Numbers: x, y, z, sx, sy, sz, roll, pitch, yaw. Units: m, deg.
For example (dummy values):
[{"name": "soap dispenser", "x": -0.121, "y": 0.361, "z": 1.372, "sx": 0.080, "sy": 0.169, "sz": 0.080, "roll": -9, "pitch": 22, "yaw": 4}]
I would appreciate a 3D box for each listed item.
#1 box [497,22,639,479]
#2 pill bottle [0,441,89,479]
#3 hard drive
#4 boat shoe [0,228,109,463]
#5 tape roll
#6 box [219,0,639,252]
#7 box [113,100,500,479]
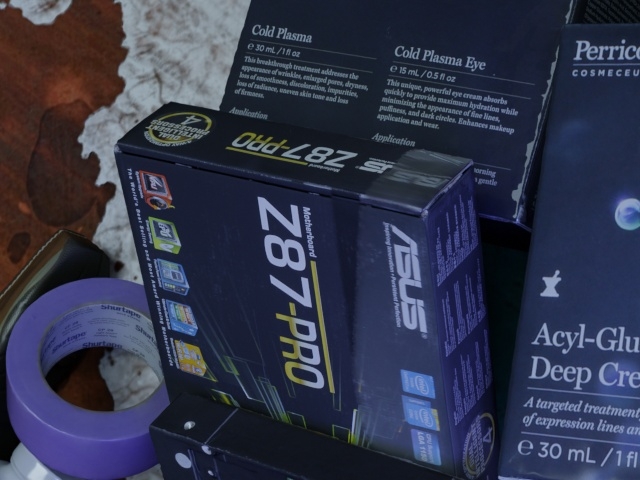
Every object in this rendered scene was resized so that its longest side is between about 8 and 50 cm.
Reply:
[{"name": "box", "x": 0.343, "y": 0.036, "z": 1.594, "sx": 0.293, "sy": 0.212, "sz": 0.395, "roll": 3, "pitch": 77, "yaw": 31}, {"name": "pill bottle", "x": -0.337, "y": 0.323, "z": 1.946, "sx": 0.264, "sy": 0.146, "sz": 0.146, "roll": -51, "pitch": 59, "yaw": 8}, {"name": "hard drive", "x": 0.017, "y": 0.276, "z": 1.719, "sx": 0.339, "sy": 0.237, "sz": 0.064, "roll": 14, "pitch": 43, "yaw": 33}, {"name": "boat shoe", "x": -0.347, "y": 0.124, "z": 2.022, "sx": 0.120, "sy": 0.122, "sz": 0.324, "roll": 36, "pitch": 95, "yaw": 35}, {"name": "tape roll", "x": -0.214, "y": 0.135, "z": 1.904, "sx": 0.189, "sy": 0.080, "sz": 0.189, "roll": 5, "pitch": 53, "yaw": -6}, {"name": "box", "x": 0.111, "y": -0.173, "z": 1.802, "sx": 0.343, "sy": 0.179, "sz": 0.312, "roll": 13, "pitch": 85, "yaw": 32}, {"name": "box", "x": -0.002, "y": 0.088, "z": 1.710, "sx": 0.318, "sy": 0.097, "sz": 0.395, "roll": 13, "pitch": 127, "yaw": 30}]
